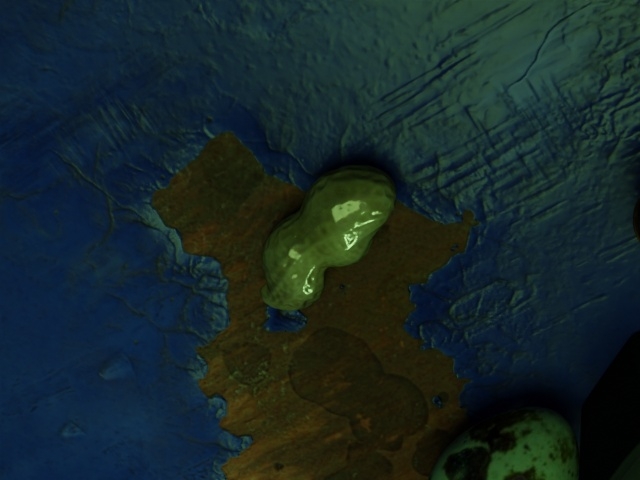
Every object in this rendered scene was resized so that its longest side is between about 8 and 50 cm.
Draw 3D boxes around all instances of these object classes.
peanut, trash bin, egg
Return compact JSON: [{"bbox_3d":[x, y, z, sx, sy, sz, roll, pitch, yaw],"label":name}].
[{"bbox_3d":[0.000,-0.001,1.328,0.104,0.086,0.228,35,119,-19],"label":"peanut"},{"bbox_3d":[0.374,0.230,1.288,0.115,0.225,0.165,25,118,-2],"label":"trash bin"},{"bbox_3d":[0.226,0.302,1.387,0.169,0.169,0.231,34,107,-7],"label":"egg"}]

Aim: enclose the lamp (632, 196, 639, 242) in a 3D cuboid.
[{"bbox_3d":[0.427,-0.016,1.196,0.187,0.164,0.188,1,93,18],"label":"lamp"}]
